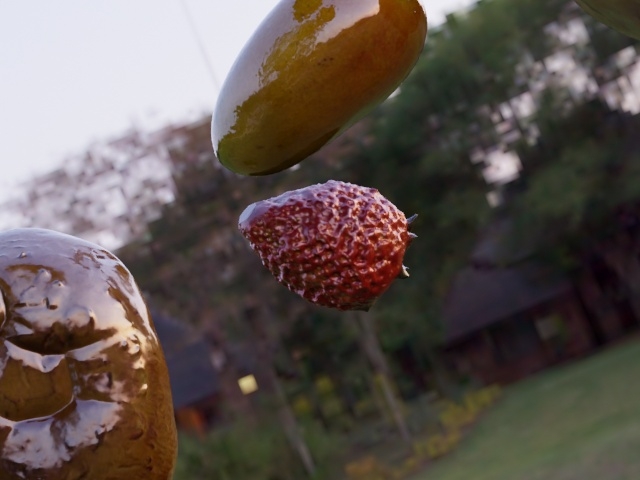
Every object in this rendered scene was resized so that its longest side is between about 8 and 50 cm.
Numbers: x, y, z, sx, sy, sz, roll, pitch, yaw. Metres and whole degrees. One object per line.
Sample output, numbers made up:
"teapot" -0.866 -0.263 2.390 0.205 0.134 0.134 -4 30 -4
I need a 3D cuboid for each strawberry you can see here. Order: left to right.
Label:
"strawberry" 0.004 -0.005 1.735 0.131 0.148 0.131 -45 18 19

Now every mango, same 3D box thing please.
"mango" -0.005 -0.144 1.617 0.221 0.120 0.151 -44 -7 -3

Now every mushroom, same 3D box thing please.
"mushroom" -0.195 0.102 1.257 0.194 0.231 0.138 -19 -15 -19

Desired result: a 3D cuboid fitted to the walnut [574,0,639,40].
"walnut" 0.317 -0.344 1.601 0.381 0.381 0.381 -22 -7 -3
